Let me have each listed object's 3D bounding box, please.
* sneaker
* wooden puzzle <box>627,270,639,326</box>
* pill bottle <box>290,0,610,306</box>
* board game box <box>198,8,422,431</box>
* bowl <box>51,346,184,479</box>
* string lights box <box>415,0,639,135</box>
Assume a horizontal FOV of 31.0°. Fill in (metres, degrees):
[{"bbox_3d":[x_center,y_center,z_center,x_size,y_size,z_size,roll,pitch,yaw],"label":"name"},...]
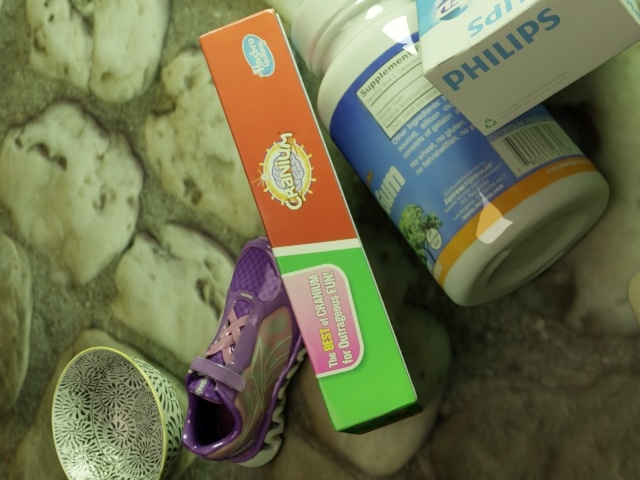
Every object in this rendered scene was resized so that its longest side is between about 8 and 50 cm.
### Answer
[{"bbox_3d":[-0.077,0.112,1.101,0.095,0.104,0.236,21,104,36],"label":"sneaker"},{"bbox_3d":[0.353,0.092,0.813,0.221,0.044,0.239,-30,75,35],"label":"wooden puzzle"},{"bbox_3d":[0.092,-0.094,0.931,0.152,0.152,0.272,-48,65,29],"label":"pill bottle"},{"bbox_3d":[0.000,0.000,0.957,0.064,0.242,0.317,-20,78,2],"label":"board game box"},{"bbox_3d":[-0.196,0.192,1.210,0.170,0.080,0.170,2,93,37],"label":"bowl"},{"bbox_3d":[0.138,-0.212,0.843,0.133,0.076,0.260,-31,38,28],"label":"string lights box"}]
